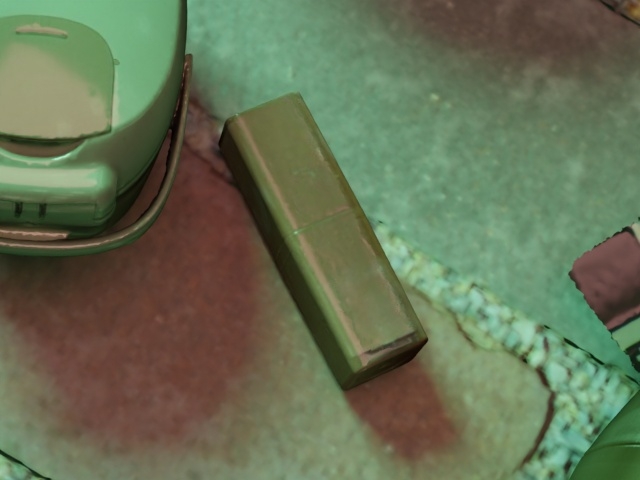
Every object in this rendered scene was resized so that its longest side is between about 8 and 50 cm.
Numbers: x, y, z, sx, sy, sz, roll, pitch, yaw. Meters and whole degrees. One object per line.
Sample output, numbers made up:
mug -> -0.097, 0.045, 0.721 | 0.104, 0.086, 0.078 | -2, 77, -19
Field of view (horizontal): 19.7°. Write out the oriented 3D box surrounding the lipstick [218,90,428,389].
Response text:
lipstick -> 0.000, 0.000, 0.929 | 0.045, 0.045, 0.145 | -23, 76, -16

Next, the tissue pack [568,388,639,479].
tissue pack -> 0.274, 0.212, 0.788 | 0.387, 0.267, 0.277 | 40, 78, 2

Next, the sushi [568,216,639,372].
sushi -> 0.261, 0.049, 0.956 | 0.192, 0.050, 0.215 | -34, 90, -2

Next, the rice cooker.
rice cooker -> -0.135, -0.088, 0.892 | 0.145, 0.127, 0.206 | 4, 74, -8
